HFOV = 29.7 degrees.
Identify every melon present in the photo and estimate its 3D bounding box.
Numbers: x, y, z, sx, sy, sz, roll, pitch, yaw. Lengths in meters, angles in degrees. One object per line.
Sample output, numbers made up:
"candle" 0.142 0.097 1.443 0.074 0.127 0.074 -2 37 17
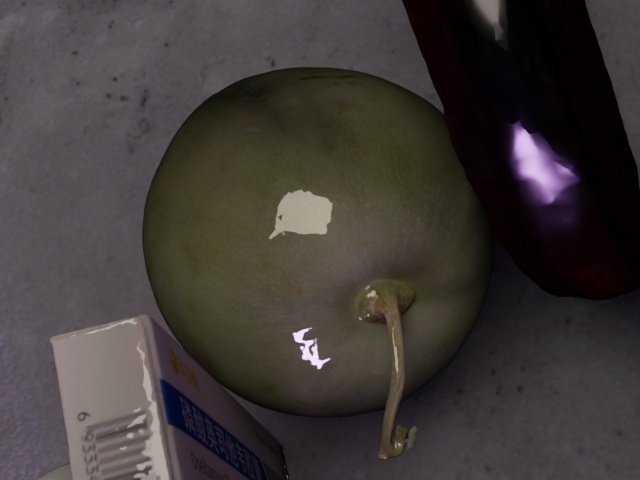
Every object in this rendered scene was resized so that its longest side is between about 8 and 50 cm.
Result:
"melon" -0.007 -0.004 0.889 0.308 0.272 0.272 2 66 54

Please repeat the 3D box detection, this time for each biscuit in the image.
"biscuit" 0.132 -0.151 0.844 0.091 0.407 0.407 -18 66 21

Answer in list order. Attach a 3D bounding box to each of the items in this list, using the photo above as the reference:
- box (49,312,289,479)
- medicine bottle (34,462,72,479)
"box" -0.072 0.194 0.797 0.065 0.343 0.200 -17 66 5
"medicine bottle" -0.163 0.269 0.925 0.103 0.103 0.186 -35 65 0
